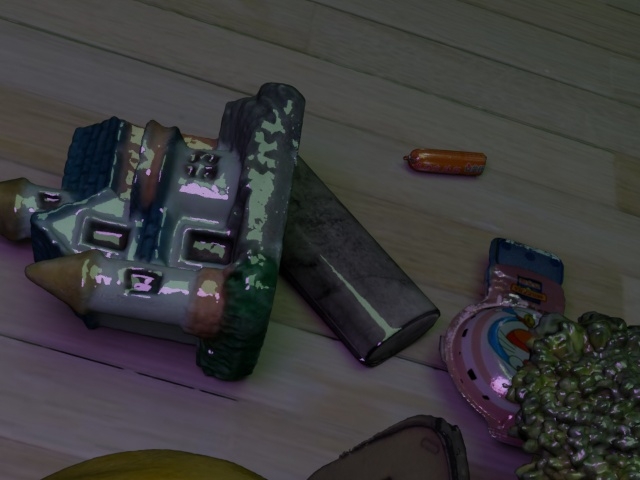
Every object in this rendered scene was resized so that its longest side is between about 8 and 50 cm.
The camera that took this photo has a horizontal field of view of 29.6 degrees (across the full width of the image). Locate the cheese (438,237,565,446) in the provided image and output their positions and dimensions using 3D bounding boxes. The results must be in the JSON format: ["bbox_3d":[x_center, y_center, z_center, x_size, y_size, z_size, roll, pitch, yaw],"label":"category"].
[{"bbox_3d":[0.223,0.109,1.330,0.188,0.074,0.286,20,46,-7],"label":"cheese"}]

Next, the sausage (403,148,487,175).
[{"bbox_3d":[0.153,-0.098,1.507,0.107,0.031,0.031,2,51,-20],"label":"sausage"}]

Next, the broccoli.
[{"bbox_3d":[0.303,0.223,1.125,0.324,0.272,0.334,-14,66,-29],"label":"broccoli"}]

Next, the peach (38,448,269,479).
[{"bbox_3d":[-0.111,0.311,0.888,0.315,0.281,0.314,-7,81,6],"label":"peach"}]

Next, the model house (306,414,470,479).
[{"bbox_3d":[0.133,0.317,1.083,0.278,0.205,0.218,31,40,-36],"label":"model house"}]

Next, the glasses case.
[{"bbox_3d":[0.000,0.000,1.344,0.114,0.060,0.299,-28,65,-30],"label":"glasses case"}]

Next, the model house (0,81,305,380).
[{"bbox_3d":[-0.197,-0.030,1.194,0.324,0.194,0.267,10,64,-3],"label":"model house"}]
